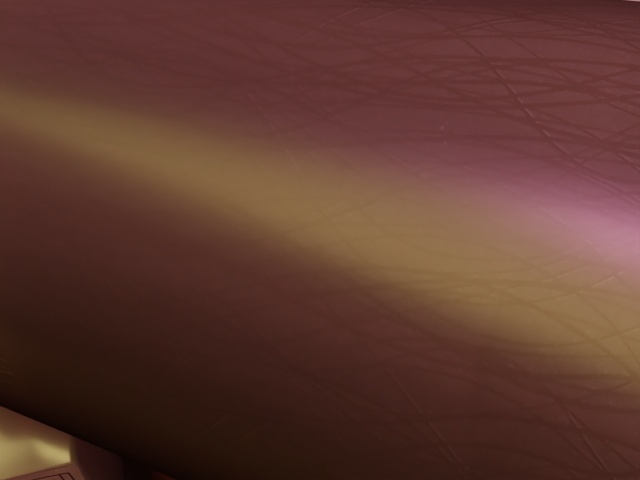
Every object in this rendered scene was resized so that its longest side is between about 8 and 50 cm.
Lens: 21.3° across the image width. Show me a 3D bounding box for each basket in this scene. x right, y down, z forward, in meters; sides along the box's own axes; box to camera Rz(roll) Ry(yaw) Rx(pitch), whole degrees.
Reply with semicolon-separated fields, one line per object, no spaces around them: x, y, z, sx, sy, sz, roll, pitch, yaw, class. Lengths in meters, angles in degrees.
0.000;0.000;0.475;0.227;0.154;0.204;12;44;10;basket

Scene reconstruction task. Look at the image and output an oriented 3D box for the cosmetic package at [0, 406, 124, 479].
-0.130;-0.003;0.609;0.099;0.060;0.239;-13;56;5;cosmetic package
